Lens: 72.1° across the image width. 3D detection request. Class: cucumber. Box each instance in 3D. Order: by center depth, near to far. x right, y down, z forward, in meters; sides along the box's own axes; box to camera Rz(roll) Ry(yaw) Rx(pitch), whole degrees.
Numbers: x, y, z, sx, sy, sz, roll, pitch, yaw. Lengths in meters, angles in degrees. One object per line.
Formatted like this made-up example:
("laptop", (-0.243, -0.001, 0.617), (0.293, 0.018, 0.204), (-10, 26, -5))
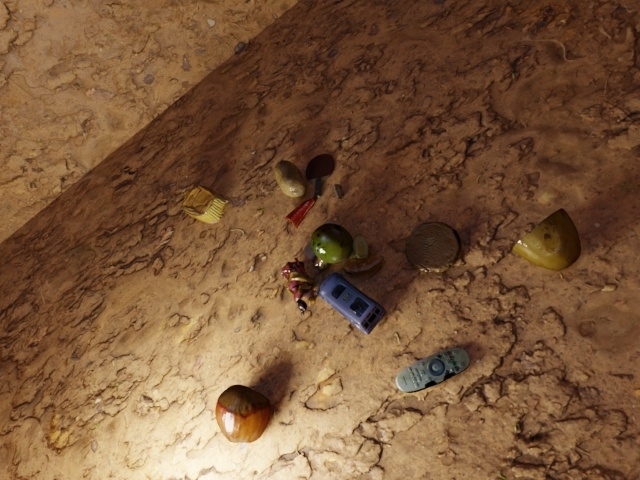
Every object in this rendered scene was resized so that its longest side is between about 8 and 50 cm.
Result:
("cucumber", (0.160, 0.026, 1.771), (0.067, 0.035, 0.107), (6, 53, -3))

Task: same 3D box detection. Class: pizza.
("pizza", (0.176, 0.081, 1.778), (0.175, 0.046, 0.134), (-8, 53, 20))

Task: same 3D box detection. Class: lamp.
("lamp", (-0.076, 0.194, 1.807), (0.118, 0.118, 0.253), (-36, 49, 4))

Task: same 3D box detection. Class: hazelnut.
("hazelnut", (-0.293, 0.633, 1.603), (0.210, 0.186, 0.210), (-4, 55, 6))

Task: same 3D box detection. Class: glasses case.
("glasses case", (0.000, 0.000, 1.923), (0.074, 0.049, 0.193), (31, 80, 38))

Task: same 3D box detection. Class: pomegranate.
("pomegranate", (0.048, 0.030, 1.821), (0.179, 0.210, 0.179), (2, 44, -2))

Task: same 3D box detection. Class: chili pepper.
("chili pepper", (-0.081, -0.141, 2.051), (0.169, 0.065, 0.088), (-47, 51, -10))

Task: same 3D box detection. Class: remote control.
("remote control", (0.372, 0.433, 1.456), (0.256, 0.045, 0.097), (-25, 53, 9))

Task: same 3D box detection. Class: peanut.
("peanut", (-0.146, -0.295, 2.142), (0.129, 0.129, 0.224), (-30, 61, 9))

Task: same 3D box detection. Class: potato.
("potato", (0.765, 0.016, 1.434), (0.203, 0.178, 0.158), (-33, 64, -16))

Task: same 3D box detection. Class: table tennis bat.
("table tennis bat", (-0.006, -0.318, 2.145), (0.154, 0.021, 0.274), (-11, 55, 23))

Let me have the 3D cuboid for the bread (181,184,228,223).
("bread", (-0.606, -0.187, 2.316), (0.250, 0.133, 0.179), (18, 71, 36))

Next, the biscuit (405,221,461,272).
("biscuit", (0.429, 0.027, 1.678), (0.226, 0.042, 0.226), (-13, 57, 22))

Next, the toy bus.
("toy bus", (0.100, 0.221, 1.676), (0.125, 0.133, 0.292), (-50, 51, -6))

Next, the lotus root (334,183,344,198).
("lotus root", (0.087, -0.224, 2.030), (0.037, 0.030, 0.083), (-6, 56, -12))
